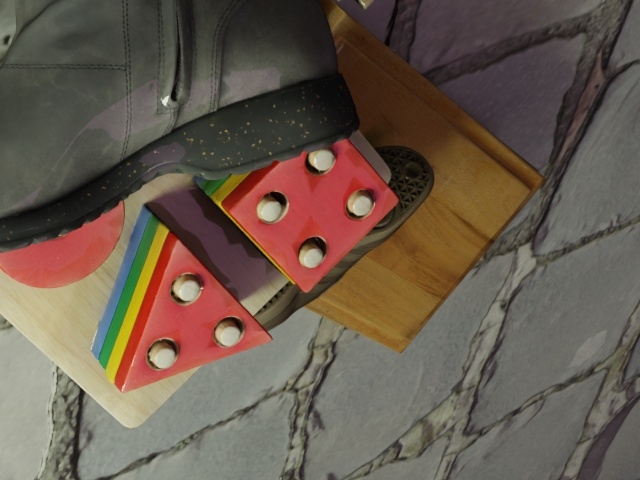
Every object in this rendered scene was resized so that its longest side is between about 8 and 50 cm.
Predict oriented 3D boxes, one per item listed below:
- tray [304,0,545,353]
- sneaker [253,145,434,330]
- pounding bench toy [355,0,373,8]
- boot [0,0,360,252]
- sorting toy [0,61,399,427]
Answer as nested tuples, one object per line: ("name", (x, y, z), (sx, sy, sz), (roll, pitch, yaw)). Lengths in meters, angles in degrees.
("tray", (0.025, -0.044, 1.397), (0.203, 0.076, 0.411), (-51, 149, 6))
("sneaker", (0.000, 0.000, 1.299), (0.188, 0.066, 0.071), (-35, 166, -10))
("pounding bench toy", (0.009, -0.199, 1.196), (0.052, 0.065, 0.083), (-41, 150, -13))
("boot", (-0.153, -0.121, 0.988), (0.338, 0.118, 0.222), (-21, 101, -25))
("sorting toy", (-0.098, -0.026, 1.139), (0.255, 0.089, 0.257), (-44, 126, -4))
